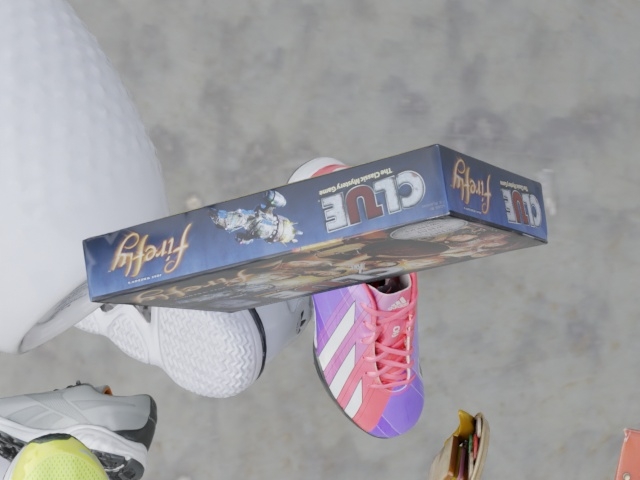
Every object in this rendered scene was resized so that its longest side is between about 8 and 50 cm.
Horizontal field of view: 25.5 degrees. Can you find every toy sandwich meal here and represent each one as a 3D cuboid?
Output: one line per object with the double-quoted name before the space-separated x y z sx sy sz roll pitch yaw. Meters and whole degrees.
"toy sandwich meal" 0.111 0.175 1.139 0.029 0.085 0.086 16 99 -3

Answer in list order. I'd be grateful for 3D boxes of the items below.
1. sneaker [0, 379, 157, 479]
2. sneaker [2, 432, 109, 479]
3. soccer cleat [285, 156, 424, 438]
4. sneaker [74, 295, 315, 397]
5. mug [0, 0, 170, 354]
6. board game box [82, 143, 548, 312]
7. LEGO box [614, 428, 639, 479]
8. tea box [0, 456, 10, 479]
"sneaker" -0.312 0.219 1.700 0.271 0.100 0.108 5 55 24
"sneaker" -0.167 0.234 0.954 0.081 0.094 0.208 -7 99 -17
"soccer cleat" 0.052 0.073 1.380 0.116 0.108 0.318 22 135 52
"sneaker" -0.158 0.030 1.543 0.366 0.210 0.137 30 122 28
"mug" -0.313 -0.068 1.146 0.328 0.374 0.276 50 121 5
"board game box" 0.000 0.000 0.882 0.243 0.165 0.042 -14 79 27
"LEGO box" 0.449 0.472 1.388 0.372 0.193 0.500 8 81 29
"tea box" -0.508 0.447 2.019 0.220 0.323 0.329 42 81 -12
